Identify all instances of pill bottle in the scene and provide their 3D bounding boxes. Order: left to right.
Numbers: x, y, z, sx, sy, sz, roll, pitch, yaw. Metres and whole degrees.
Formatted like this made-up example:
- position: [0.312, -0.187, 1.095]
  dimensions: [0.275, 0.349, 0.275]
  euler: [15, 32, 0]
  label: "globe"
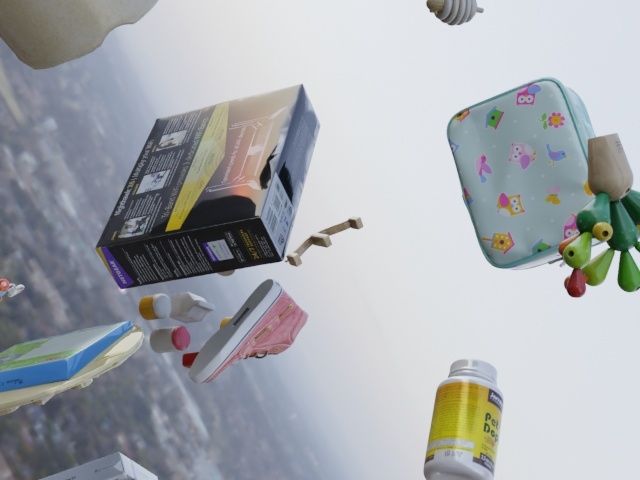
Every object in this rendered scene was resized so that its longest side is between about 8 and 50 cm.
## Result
- position: [0.245, 0.310, 1.864]
  dimensions: [0.117, 0.117, 0.215]
  euler: [69, 29, -50]
  label: "pill bottle"

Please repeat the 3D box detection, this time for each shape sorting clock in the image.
- position: [-0.275, 0.129, 1.106]
  dimensions: [0.206, 0.206, 0.040]
  euler: [-148, -137, -79]
  label: "shape sorting clock"

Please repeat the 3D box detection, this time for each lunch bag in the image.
- position: [0.332, -0.096, 1.696]
  dimensions: [0.108, 0.224, 0.279]
  euler: [15, 56, -63]
  label: "lunch bag"

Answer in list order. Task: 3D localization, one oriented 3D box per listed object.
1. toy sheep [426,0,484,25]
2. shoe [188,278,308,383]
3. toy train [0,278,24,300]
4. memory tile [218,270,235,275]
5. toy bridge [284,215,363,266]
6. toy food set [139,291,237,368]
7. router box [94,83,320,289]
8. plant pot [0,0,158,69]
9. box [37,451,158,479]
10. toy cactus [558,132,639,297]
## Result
- position: [0.279, -0.486, 2.293]
  dimensions: [0.091, 0.132, 0.091]
  euler: [178, -90, -68]
  label: "toy sheep"
- position: [-0.096, 0.143, 1.525]
  dimensions: [0.081, 0.178, 0.063]
  euler: [45, -9, -22]
  label: "shoe"
- position: [-0.557, 0.106, 1.755]
  dimensions: [0.046, 0.166, 0.125]
  euler: [51, -1, 5]
  label: "toy train"
- position: [-0.145, -0.016, 1.719]
  dimensions: [0.113, 0.148, 0.012]
  euler: [37, 30, -18]
  label: "memory tile"
- position: [0.000, 0.000, 2.344]
  dimensions: [0.063, 0.188, 0.026]
  euler: [13, -51, 59]
  label: "toy bridge"
- position: [-0.177, 0.145, 1.777]
  dimensions: [0.232, 0.104, 0.111]
  euler: [28, 59, -50]
  label: "toy food set"
- position: [-0.146, -0.079, 1.530]
  dimensions: [0.309, 0.243, 0.081]
  euler: [-75, 148, -48]
  label: "router box"
- position: [-0.365, -0.400, 1.404]
  dimensions: [0.305, 0.334, 0.334]
  euler: [61, -4, -29]
  label: "plant pot"
- position: [-0.339, 0.381, 1.688]
  dimensions: [0.186, 0.145, 0.038]
  euler: [65, 6, -64]
  label: "box"
- position: [0.336, -0.029, 1.233]
  dimensions: [0.112, 0.219, 0.180]
  euler: [-8, -85, 57]
  label: "toy cactus"
